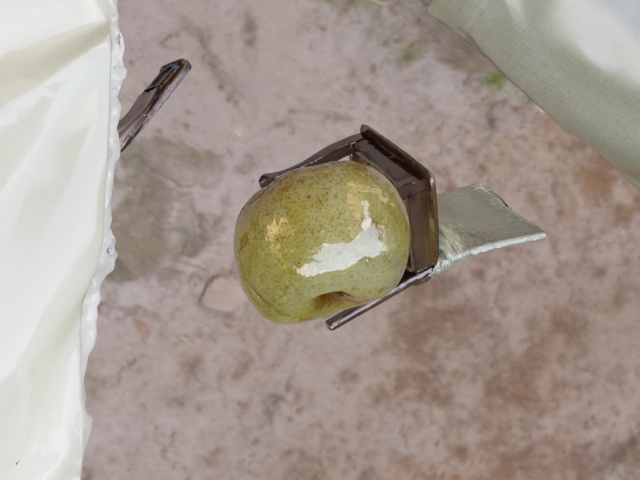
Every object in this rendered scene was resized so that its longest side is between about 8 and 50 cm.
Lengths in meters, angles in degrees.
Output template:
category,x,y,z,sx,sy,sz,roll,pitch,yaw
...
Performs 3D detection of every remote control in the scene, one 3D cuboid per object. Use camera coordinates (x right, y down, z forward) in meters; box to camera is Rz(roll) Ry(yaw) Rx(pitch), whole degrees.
category,x,y,z,sx,sy,sz,roll,pitch,yaw
remote control,-0.246,-0.182,1.546,0.028,0.059,0.212,57,44,-28

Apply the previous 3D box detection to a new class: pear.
category,x,y,z,sx,sy,sz,roll,pitch,yaw
pear,0.000,0.000,1.036,0.167,0.167,0.137,-6,76,-40

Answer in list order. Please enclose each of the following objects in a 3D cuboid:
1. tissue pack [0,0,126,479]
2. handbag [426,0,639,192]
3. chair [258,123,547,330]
category,x,y,z,sx,sy,sz,roll,pitch,yaw
tissue pack,-0.286,-0.021,0.322,0.380,0.297,0.207,0,97,-38
handbag,0.209,-0.142,0.475,0.316,0.253,0.109,-57,-179,37
chair,0.108,-0.039,1.353,0.319,0.160,0.186,-25,126,-19
